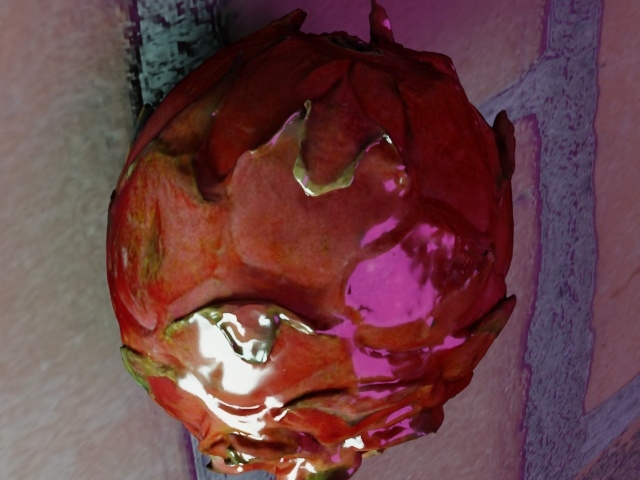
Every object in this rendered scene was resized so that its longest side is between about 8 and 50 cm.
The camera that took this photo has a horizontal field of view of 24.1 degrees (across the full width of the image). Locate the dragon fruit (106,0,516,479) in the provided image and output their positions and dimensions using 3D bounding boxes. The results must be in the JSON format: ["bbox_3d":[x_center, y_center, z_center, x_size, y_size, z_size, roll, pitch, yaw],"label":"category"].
[{"bbox_3d":[-0.005,0.008,0.805,0.241,0.241,0.252,-32,126,-34],"label":"dragon fruit"}]
